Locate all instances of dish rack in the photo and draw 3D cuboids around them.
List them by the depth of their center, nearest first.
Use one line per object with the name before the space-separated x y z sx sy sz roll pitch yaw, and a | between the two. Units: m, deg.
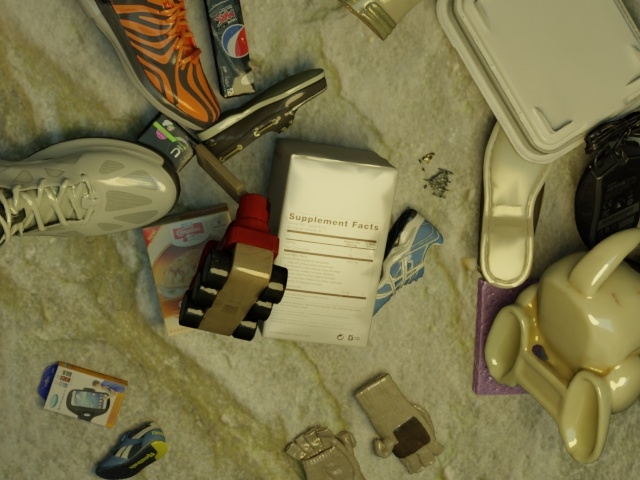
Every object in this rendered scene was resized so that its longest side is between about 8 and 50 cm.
dish rack | 0.376 -0.319 1.768 0.285 0.072 0.333 -32 96 -10

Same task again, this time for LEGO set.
LEGO set | 0.194 -0.105 1.862 0.054 0.023 0.083 -44 106 3

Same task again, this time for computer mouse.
computer mouse | 0.486 -0.100 1.861 0.188 0.072 0.272 -20 129 -26

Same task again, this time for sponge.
sponge | 0.331 0.169 1.949 0.117 0.031 0.210 -1 103 -10

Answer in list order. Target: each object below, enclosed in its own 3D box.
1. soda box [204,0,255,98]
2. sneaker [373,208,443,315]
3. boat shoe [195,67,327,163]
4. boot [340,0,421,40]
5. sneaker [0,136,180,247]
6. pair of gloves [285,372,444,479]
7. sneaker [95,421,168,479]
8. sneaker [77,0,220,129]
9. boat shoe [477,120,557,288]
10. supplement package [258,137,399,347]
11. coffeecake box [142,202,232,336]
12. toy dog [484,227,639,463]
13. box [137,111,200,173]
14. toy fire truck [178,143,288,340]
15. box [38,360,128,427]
soda box | -0.143 -0.311 1.738 0.053 0.060 0.169 -12 105 -8
sneaker | 0.128 0.054 1.862 0.081 0.080 0.211 31 98 -13
boat shoe | -0.085 -0.198 1.769 0.228 0.081 0.068 -27 109 6
boot | 0.084 -0.438 1.737 0.165 0.077 0.213 -43 107 5
sneaker | -0.432 -0.030 1.645 0.447 0.257 0.169 -2 118 -6
pair of gloves | 0.083 0.364 1.952 0.240 0.042 0.204 -40 110 4
sneaker | -0.320 0.359 1.883 0.144 0.059 0.053 -30 139 15
sneaker | -0.221 -0.325 1.662 0.180 0.124 0.321 -30 109 25
boat shoe | 0.321 -0.084 1.847 0.117 0.097 0.324 7 92 2
supplement package | 0.000 0.000 1.777 0.175 0.177 0.293 7 102 -11
coffeecake box | -0.201 0.046 1.813 0.142 0.068 0.185 -13 105 -6
toy dog | 0.521 0.111 1.837 0.408 0.284 0.395 -15 121 -29
box | -0.241 -0.157 1.765 0.083 0.052 0.062 42 94 -17
toy fire truck | -0.144 -0.001 1.701 0.158 0.217 0.246 14 58 -14
box | -0.399 0.256 1.854 0.136 0.028 0.081 18 100 -15
